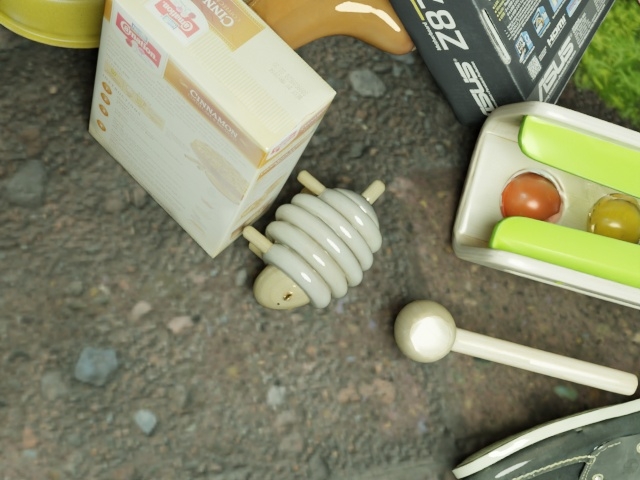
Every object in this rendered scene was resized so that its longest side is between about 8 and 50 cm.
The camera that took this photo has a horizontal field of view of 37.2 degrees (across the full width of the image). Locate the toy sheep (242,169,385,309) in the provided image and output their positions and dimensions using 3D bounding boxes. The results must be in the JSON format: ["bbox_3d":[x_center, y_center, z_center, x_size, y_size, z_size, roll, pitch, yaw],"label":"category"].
[{"bbox_3d":[0.000,0.000,0.711,0.091,0.091,0.132,42,81,3],"label":"toy sheep"}]

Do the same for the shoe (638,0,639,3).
[{"bbox_3d":[0.347,-0.201,0.913,0.081,0.063,0.178,-38,88,-32],"label":"shoe"}]

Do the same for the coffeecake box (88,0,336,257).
[{"bbox_3d":[-0.085,-0.088,0.663,0.142,0.185,0.068,45,63,4],"label":"coffeecake box"}]

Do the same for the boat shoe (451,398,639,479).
[{"bbox_3d":[0.209,0.164,0.708,0.233,0.084,0.079,-6,70,-23],"label":"boat shoe"}]

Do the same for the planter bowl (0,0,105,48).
[{"bbox_3d":[-0.181,-0.263,0.728,0.217,0.090,0.217,0,66,1],"label":"planter bowl"}]

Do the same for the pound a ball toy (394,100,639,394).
[{"bbox_3d":[0.221,0.022,0.764,0.319,0.136,0.208,15,90,-11],"label":"pound a ball toy"}]

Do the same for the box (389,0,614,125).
[{"bbox_3d":[0.176,-0.341,0.790,0.395,0.097,0.318,-56,132,-21],"label":"box"}]

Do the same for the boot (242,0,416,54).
[{"bbox_3d":[-0.026,-0.174,0.789,0.197,0.073,0.152,32,67,1],"label":"boot"}]
